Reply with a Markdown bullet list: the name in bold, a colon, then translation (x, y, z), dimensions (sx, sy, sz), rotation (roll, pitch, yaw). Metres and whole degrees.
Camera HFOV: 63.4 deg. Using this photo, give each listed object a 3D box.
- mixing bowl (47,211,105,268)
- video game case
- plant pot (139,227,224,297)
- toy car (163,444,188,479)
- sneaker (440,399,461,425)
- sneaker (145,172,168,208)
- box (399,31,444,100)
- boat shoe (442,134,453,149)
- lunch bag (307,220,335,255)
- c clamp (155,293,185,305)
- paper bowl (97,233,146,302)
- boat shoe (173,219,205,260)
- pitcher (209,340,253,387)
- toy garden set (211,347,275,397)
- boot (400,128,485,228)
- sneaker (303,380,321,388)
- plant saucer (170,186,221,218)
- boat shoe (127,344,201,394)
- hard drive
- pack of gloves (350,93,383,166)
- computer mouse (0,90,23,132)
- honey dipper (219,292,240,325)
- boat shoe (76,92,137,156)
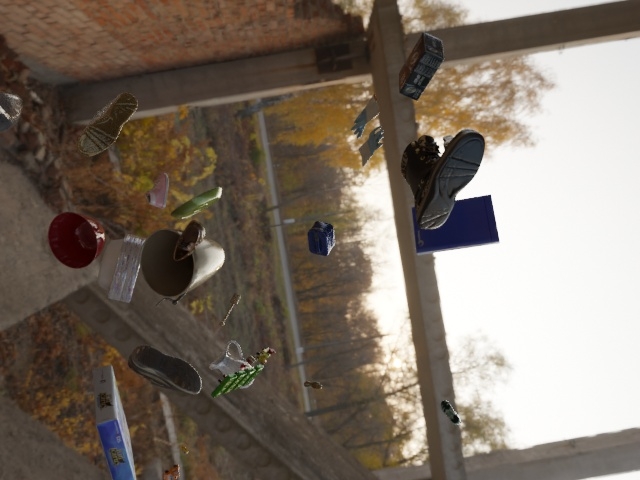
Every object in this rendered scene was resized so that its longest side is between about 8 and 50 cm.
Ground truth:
- **mixing bowl**: translation (-0.761, -0.009, 1.657), dimensions (0.098, 0.182, 0.181), rotation (-41, 124, -72)
- **video game case**: translation (-0.594, 0.539, 1.493), dimensions (0.244, 0.061, 0.269), rotation (-137, -140, -55)
- **plant pot**: translation (-0.503, 0.072, 2.005), dimensions (0.274, 0.257, 0.256), rotation (-11, 92, -65)
- **toy car**: translation (-0.475, 0.740, 1.705), dimensions (0.041, 0.060, 0.121), rotation (29, -72, 35)
- **sneaker**: translation (0.470, 0.623, 1.858), dimensions (0.069, 0.038, 0.098), rotation (49, 9, -48)
- **sneaker**: translation (-0.586, -0.185, 1.852), dimensions (0.051, 0.070, 0.134), rotation (-16, -111, 50)
- **box**: translation (0.354, -0.615, 1.834), dimensions (0.180, 0.078, 0.147), rotation (122, -18, -44)
- **boat shoe**: translation (0.461, -0.335, 1.838), dimensions (0.135, 0.050, 0.045), rotation (-71, 143, -59)
- **lunch bag**: translation (0.000, 0.000, 1.544), dimensions (0.065, 0.067, 0.098), rotation (-53, 145, -46)
- **c clamp**: translation (-0.619, 0.237, 2.192), dimensions (0.161, 0.137, 0.022), rotation (1, -43, 53)
- **paper bowl**: translation (-0.838, 0.109, 2.177), dimensions (0.284, 0.148, 0.284), rotation (-164, -90, -73)
- **boat shoe**: translation (-0.408, 0.006, 1.599), dimensions (0.178, 0.064, 0.060), rotation (-48, -173, 43)
- **pitcher**: translation (-0.407, 0.602, 2.510), dimensions (0.207, 0.177, 0.126), rotation (42, -24, -20)
- **toy garden set**: translation (-0.297, 0.498, 2.004), dimensions (0.049, 0.203, 0.244), rotation (46, 14, 19)
- **boot**: translation (0.386, -0.259, 1.720), dimensions (0.284, 0.138, 0.377), rotation (-101, -160, -45)
- **sneaker**: translation (-0.028, 0.618, 2.222), dimensions (0.037, 0.083, 0.031), rotation (29, 68, -62)
- **plant saucer**: translation (-0.512, -0.149, 2.172), dimensions (0.037, 0.241, 0.241), rotation (61, -1, -2)
- **boat shoe**: translation (-0.700, 0.591, 2.331), dimensions (0.355, 0.130, 0.132), rotation (39, 39, -19)
- **hard drive**: translation (0.536, -0.063, 2.077), dimensions (0.040, 0.319, 0.210), rotation (53, 32, -59)
- **pack of gloves**: translation (0.168, -0.414, 1.982), dimensions (0.232, 0.046, 0.194), rotation (135, -53, -67)
- **computer mouse**: translation (-0.589, -0.213, 0.854), dimensions (0.272, 0.189, 0.072), rotation (-128, -146, -78)
- **honey dipper**: translation (-0.345, 0.263, 1.951), dimensions (0.160, 0.031, 0.030), rotation (-65, 154, -49)
- **boat shoe**: translation (-0.771, -0.417, 1.865), dimensions (0.096, 0.277, 0.098), rotation (26, -17, 51)
